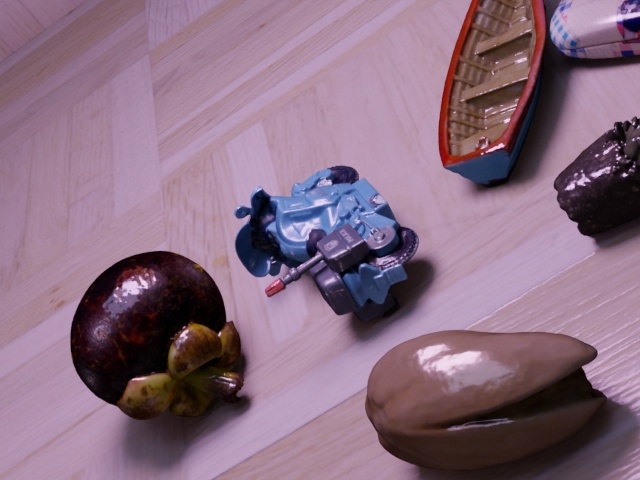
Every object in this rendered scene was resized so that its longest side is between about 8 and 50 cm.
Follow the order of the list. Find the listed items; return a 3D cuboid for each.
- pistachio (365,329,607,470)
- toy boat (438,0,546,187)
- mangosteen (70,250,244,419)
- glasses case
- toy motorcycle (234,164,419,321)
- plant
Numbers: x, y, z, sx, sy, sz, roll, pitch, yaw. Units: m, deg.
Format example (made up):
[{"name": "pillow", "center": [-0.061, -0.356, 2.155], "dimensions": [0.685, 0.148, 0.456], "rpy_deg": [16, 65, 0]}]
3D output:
[{"name": "pistachio", "center": [0.141, 0.137, 0.979], "dimensions": [0.226, 0.136, 0.135], "rpy_deg": [-13, 42, 26]}, {"name": "toy boat", "center": [0.225, -0.226, 1.348], "dimensions": [0.136, 0.079, 0.392], "rpy_deg": [-16, 41, 35]}, {"name": "mangosteen", "center": [-0.178, 0.119, 1.269], "dimensions": [0.217, 0.192, 0.192], "rpy_deg": [31, 73, 30]}, {"name": "glasses case", "center": [0.408, -0.273, 1.224], "dimensions": [0.327, 0.076, 0.125], "rpy_deg": [-3, 50, 42]}, {"name": "toy motorcycle", "center": [0.000, 0.000, 1.275], "dimensions": [0.182, 0.123, 0.272], "rpy_deg": [-31, 33, -5]}, {"name": "plant", "center": [0.304, -0.067, 1.084], "dimensions": [0.143, 0.092, 0.094], "rpy_deg": [-31, 26, 25]}]
